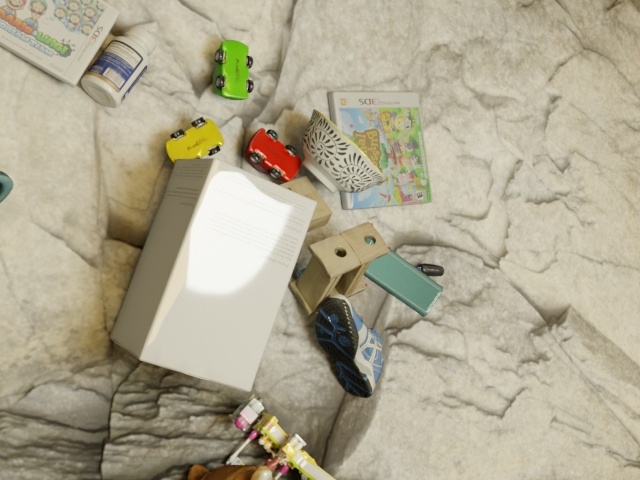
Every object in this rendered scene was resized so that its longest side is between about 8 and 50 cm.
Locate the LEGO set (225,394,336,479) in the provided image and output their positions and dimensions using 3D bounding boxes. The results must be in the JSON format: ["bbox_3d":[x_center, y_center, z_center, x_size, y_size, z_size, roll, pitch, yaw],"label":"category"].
[{"bbox_3d":[-0.045,0.378,1.315,0.287,0.132,0.107,43,69,5],"label":"LEGO set"}]

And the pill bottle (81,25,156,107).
[{"bbox_3d":[-0.302,-0.265,1.272,0.067,0.067,0.120,39,67,-21],"label":"pill bottle"}]

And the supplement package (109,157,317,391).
[{"bbox_3d":[-0.161,0.045,1.233,0.178,0.175,0.292,23,84,-28],"label":"supplement package"}]

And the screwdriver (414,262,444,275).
[{"bbox_3d":[0.153,0.053,1.540,0.170,0.024,0.025,1,112,-25],"label":"screwdriver"}]

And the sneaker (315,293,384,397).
[{"bbox_3d":[0.053,0.167,1.419,0.081,0.080,0.211,-50,136,-38],"label":"sneaker"}]

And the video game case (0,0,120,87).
[{"bbox_3d":[-0.398,-0.324,1.236,0.157,0.019,0.143,30,70,-14],"label":"video game case"}]

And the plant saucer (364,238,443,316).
[{"bbox_3d":[0.142,0.066,1.518,0.192,0.018,0.067,35,88,-24],"label":"plant saucer"}]

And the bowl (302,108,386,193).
[{"bbox_3d":[0.023,-0.131,1.395,0.080,0.170,0.170,-46,110,1],"label":"bowl"}]

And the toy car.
[{"bbox_3d":[-0.145,-0.211,1.369,0.239,0.053,0.224,4,82,-31],"label":"toy car"}]

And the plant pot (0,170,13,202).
[{"bbox_3d":[-0.589,-0.144,0.954,0.341,0.341,0.334,-27,90,-30],"label":"plant pot"}]

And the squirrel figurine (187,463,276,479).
[{"bbox_3d":[-0.191,0.466,1.143,0.397,0.281,0.370,33,62,-27],"label":"squirrel figurine"}]

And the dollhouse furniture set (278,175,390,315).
[{"bbox_3d":[0.000,0.000,1.413,0.129,0.129,0.183,-22,66,-32],"label":"dollhouse furniture set"}]

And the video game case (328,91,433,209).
[{"bbox_3d":[0.112,-0.167,1.535,0.193,0.023,0.212,-6,88,-31],"label":"video game case"}]
